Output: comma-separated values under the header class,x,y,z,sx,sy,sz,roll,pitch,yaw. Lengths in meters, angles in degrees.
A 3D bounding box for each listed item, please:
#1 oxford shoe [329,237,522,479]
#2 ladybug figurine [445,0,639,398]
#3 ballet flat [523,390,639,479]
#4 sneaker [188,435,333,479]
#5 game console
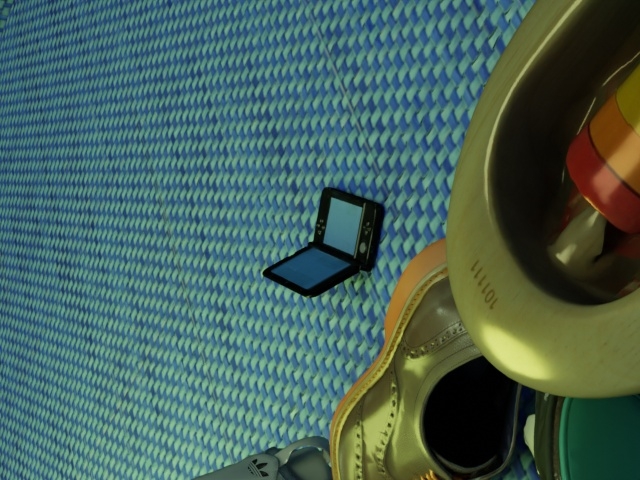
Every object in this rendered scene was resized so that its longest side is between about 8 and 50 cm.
class,x,y,z,sx,sy,sz,roll,pitch,yaw
oxford shoe,0.088,0.171,1.157,0.133,0.129,0.364,-103,19,-48
ladybug figurine,0.261,-0.077,0.897,0.449,0.161,0.305,-50,47,36
ballet flat,0.206,0.114,1.066,0.096,0.095,0.281,136,143,-62
sneaker,-0.042,0.358,1.408,0.137,0.210,0.366,50,161,53
game console,0.000,0.000,1.458,0.122,0.071,0.107,23,105,59
